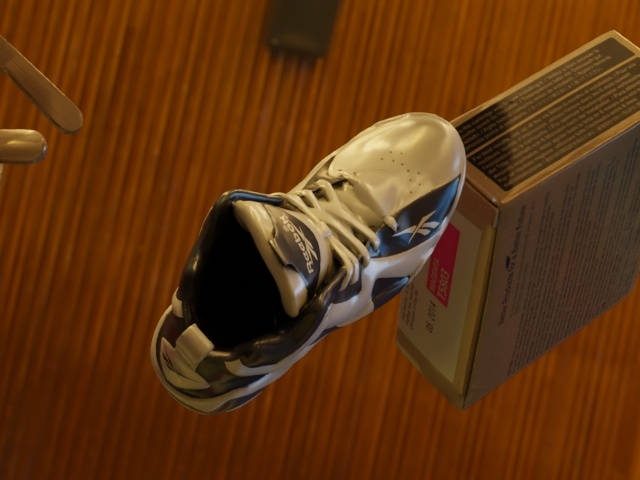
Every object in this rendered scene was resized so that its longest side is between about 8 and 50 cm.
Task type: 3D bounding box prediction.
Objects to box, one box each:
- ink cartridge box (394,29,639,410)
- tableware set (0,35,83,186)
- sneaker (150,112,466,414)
[{"bbox_3d":[0.158,-0.013,1.166,0.193,0.235,0.088,-29,57,-26],"label":"ink cartridge box"},{"bbox_3d":[-0.186,-0.069,0.519,0.194,0.128,0.039,44,-22,-4],"label":"tableware set"},{"bbox_3d":[0.000,0.000,0.898,0.094,0.235,0.153,53,-10,6],"label":"sneaker"}]
